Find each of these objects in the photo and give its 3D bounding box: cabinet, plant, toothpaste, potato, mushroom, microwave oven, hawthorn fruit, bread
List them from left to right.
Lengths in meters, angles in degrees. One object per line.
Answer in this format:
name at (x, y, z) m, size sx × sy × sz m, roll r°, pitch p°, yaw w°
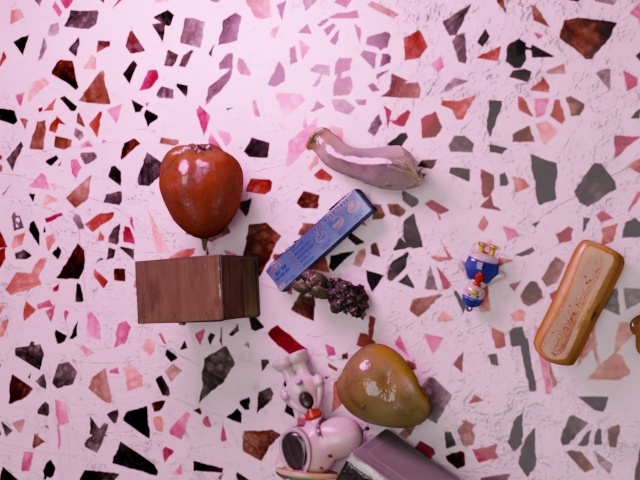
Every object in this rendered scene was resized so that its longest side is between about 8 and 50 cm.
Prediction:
cabinet at (-0.269, 0.112, 1.761) m, size 0.215 × 0.174 × 0.148 m, roll -4°, pitch 86°, yaw 22°
hawthorn fruit at (-0.260, -0.092, 1.772) m, size 0.199 × 0.199 × 0.251 m, roll 7°, pitch 115°, yaw 23°
toothpaste at (0.000, 0.000, 1.720) m, size 0.272 × 0.053 × 0.066 m, roll -43°, pitch 77°, yaw 15°
plant at (0.024, 0.108, 1.681) m, size 0.174 × 0.087 × 0.085 m, roll 20°, pitch 64°, yaw 13°
mushroom at (0.090, -0.169, 1.666) m, size 0.277 × 0.099 × 0.096 m, roll 18°, pitch 89°, yaw 26°
potato at (0.131, 0.304, 1.613) m, size 0.194 × 0.157 × 0.157 m, roll 33°, pitch 101°, yaw 7°
microwave oven at (0.173, 0.536, 1.524) m, size 0.295 × 0.237 × 0.181 m, roll 31°, pitch 101°, yaw 20°
bread at (0.482, 0.118, 1.498) m, size 0.092 × 0.074 × 0.239 m, roll 27°, pitch 99°, yaw 20°

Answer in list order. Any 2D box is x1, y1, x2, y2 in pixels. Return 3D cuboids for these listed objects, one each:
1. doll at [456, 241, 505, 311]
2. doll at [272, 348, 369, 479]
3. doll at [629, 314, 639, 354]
doll at (0.313, 0.074, 1.583) m, size 0.098 × 0.057 × 0.143 m, roll 17°, pitch 100°, yaw 8°
doll at (-0.039, 0.384, 1.688) m, size 0.208 × 0.144 × 0.271 m, roll -39°, pitch 76°, yaw -5°
doll at (0.665, 0.161, 1.417) m, size 0.209 × 0.097 × 0.137 m, roll -23°, pitch 41°, yaw 13°
